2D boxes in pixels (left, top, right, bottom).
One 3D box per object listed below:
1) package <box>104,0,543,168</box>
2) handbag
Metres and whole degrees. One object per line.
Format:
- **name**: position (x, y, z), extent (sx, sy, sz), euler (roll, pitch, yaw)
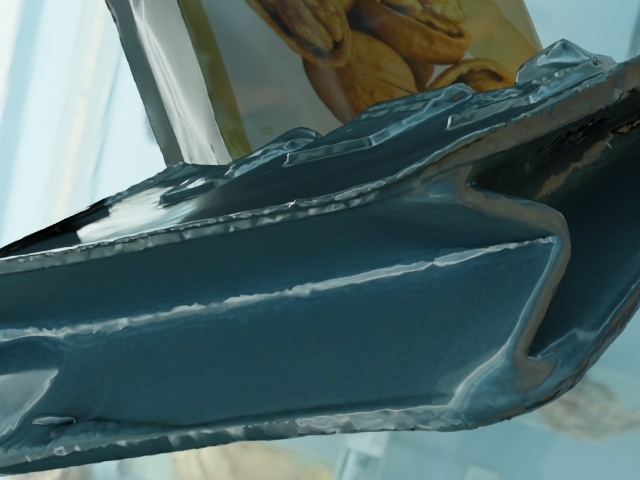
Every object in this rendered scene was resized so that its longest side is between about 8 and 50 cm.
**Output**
- **package**: position (-0.014, -0.094, 0.853), extent (0.221, 0.311, 0.165), euler (-12, -15, -34)
- **handbag**: position (0.000, 0.000, 0.463), extent (0.179, 0.229, 0.062), euler (-29, -76, -49)
